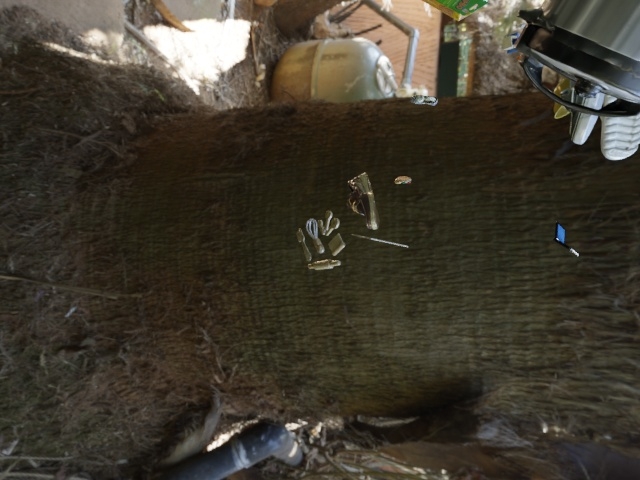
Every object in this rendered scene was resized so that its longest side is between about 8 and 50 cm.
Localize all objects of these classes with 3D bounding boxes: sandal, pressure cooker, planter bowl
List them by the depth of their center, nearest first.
[{"bbox_3d":[0.687,-0.506,0.911,0.370,0.375,0.420,59,-42,42],"label":"pressure cooker"},{"bbox_3d":[1.074,-0.495,1.429,0.102,0.169,0.416,-80,167,-59],"label":"sandal"},{"bbox_3d":[0.978,-0.585,1.554,0.090,0.217,0.217,58,9,18],"label":"planter bowl"}]

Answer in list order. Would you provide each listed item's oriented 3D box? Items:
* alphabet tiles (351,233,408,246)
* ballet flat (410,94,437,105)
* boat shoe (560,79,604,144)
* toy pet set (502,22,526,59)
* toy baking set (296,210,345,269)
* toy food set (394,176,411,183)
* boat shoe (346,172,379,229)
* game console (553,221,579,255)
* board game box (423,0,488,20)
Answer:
[{"bbox_3d":[0.296,0.002,1.947,0.198,0.237,0.009,-164,-94,-67],"label":"alphabet tiles"},{"bbox_3d":[0.435,-0.591,1.678,0.041,0.114,0.041,-174,-90,-88],"label":"ballet flat"},{"bbox_3d":[0.866,-0.489,1.336,0.121,0.119,0.335,-37,133,-33],"label":"boat shoe"},{"bbox_3d":[0.706,-0.694,1.410,0.065,0.114,0.122,-14,103,-31],"label":"toy pet set"},{"bbox_3d":[0.001,0.007,1.391,0.030,0.256,0.197,10,72,-37],"label":"toy baking set"},{"bbox_3d":[0.430,-0.312,2.083,0.083,0.082,0.020,-42,134,-53],"label":"toy food set"},{"bbox_3d":[0.177,-0.167,1.764,0.123,0.123,0.342,66,13,-46],"label":"boat shoe"},{"bbox_3d":[0.953,-0.005,1.551,0.122,0.107,0.071,20,109,-42],"label":"game console"},{"bbox_3d":[0.469,-0.885,1.465,0.124,0.259,0.039,-36,151,-13],"label":"board game box"}]
